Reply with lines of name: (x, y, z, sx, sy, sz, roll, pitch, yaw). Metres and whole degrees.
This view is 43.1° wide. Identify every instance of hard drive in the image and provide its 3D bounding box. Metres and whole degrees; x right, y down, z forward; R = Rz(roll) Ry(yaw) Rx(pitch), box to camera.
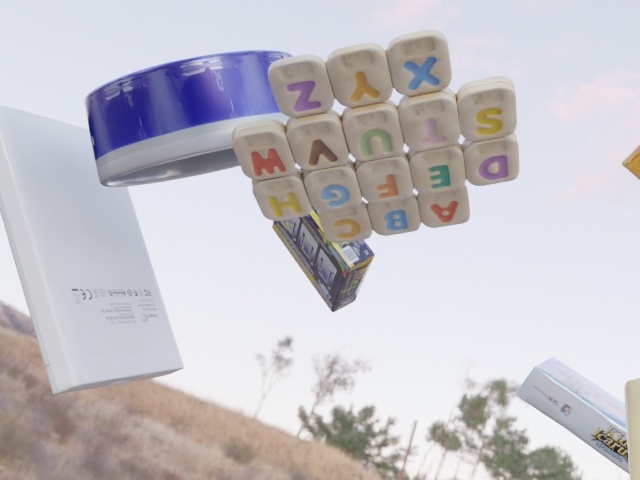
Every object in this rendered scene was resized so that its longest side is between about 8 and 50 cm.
hard drive: (-0.303, 0.012, 1.044, 0.047, 0.353, 0.233, -24, -12, 19)

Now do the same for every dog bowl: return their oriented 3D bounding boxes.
dog bowl: (-0.145, -0.143, 0.984, 0.265, 0.104, 0.265, -13, 1, 0)

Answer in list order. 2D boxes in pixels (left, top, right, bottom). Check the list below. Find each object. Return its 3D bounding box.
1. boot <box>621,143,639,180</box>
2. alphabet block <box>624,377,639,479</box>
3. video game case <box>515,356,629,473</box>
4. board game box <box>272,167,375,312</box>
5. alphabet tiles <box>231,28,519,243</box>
boot: (0.533, -0.068, 0.976, 0.295, 0.104, 0.211, 39, -68, 0)
alphabet block: (0.410, 0.240, 0.750, 0.192, 0.197, 0.193, -20, -56, 33)
video game case: (0.454, 0.286, 1.319, 0.244, 0.061, 0.269, 33, 8, 21)
board game box: (0.000, 0.000, 1.169, 0.170, 0.048, 0.141, 54, -24, 20)
alphabet tiles: (0.060, -0.089, 0.837, 0.284, 0.021, 0.278, -9, -38, 8)
